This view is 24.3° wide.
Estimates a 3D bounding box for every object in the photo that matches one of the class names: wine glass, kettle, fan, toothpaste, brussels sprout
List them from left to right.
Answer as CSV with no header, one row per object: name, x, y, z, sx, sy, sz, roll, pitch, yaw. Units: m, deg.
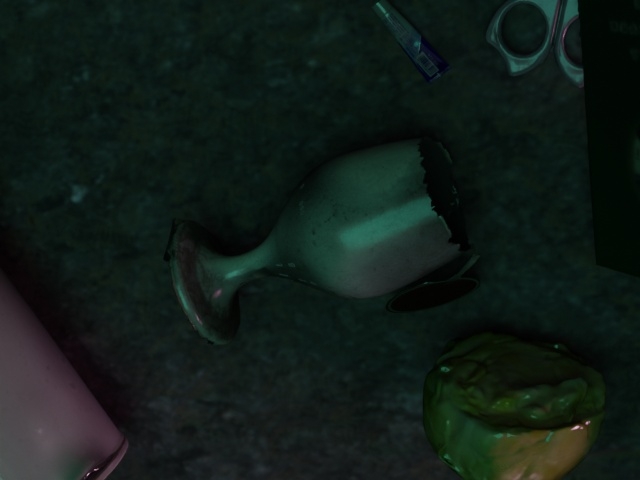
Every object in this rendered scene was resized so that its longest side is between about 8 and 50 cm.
kettle,-0.361,0.129,1.331,0.265,0.205,0.318,-33,101,18
wine glass,0.000,0.000,1.247,0.241,0.126,0.126,-19,103,21
toothpaste,0.073,-0.167,1.234,0.024,0.015,0.083,-39,102,20
fan,0.105,0.037,1.247,0.085,0.133,0.005,-6,70,-24
brussels sprout,0.163,0.157,1.256,0.151,0.149,0.122,15,129,24

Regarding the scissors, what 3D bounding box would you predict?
scissors,0.201,-0.228,1.180,0.110,0.021,0.212,12,111,6

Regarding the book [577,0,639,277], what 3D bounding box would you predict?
book,0.294,-0.126,1.088,0.260,0.043,0.371,21,125,49
